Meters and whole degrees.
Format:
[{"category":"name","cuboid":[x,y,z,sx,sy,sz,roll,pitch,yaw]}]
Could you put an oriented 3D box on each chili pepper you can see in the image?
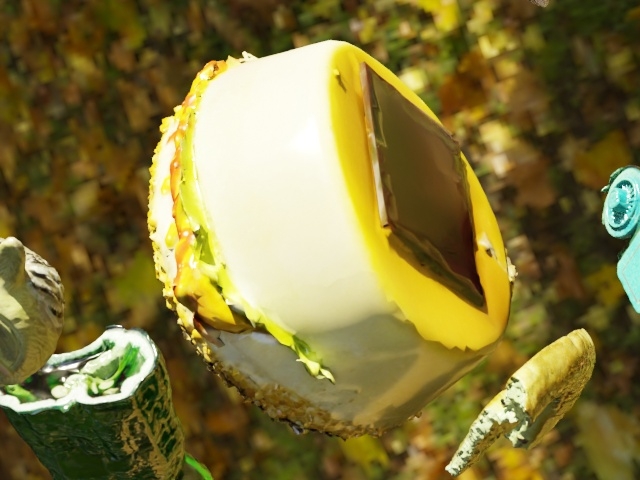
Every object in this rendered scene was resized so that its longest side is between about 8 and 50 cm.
[{"category":"chili pepper","cuboid":[-0.162,0.177,1.584,0.099,0.136,0.270,61,177,36]}]

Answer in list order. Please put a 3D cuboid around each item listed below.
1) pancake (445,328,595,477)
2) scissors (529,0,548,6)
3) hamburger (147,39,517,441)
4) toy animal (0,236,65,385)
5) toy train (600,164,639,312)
[{"category":"pancake","cuboid":[0.207,0.173,1.897,0.054,0.197,0.376,47,-175,14]},{"category":"scissors","cuboid":[0.188,-0.319,1.958,0.317,0.024,0.160,-146,36,-76]},{"category":"hamburger","cuboid":[0.000,0.000,1.323,0.179,0.294,0.276,-28,50,27]},{"category":"toy animal","cuboid":[-0.207,0.030,1.234,0.098,0.098,0.137,50,132,31]},{"category":"toy train","cuboid":[0.319,-0.024,1.577,0.198,0.107,0.154,-62,29,32]}]
